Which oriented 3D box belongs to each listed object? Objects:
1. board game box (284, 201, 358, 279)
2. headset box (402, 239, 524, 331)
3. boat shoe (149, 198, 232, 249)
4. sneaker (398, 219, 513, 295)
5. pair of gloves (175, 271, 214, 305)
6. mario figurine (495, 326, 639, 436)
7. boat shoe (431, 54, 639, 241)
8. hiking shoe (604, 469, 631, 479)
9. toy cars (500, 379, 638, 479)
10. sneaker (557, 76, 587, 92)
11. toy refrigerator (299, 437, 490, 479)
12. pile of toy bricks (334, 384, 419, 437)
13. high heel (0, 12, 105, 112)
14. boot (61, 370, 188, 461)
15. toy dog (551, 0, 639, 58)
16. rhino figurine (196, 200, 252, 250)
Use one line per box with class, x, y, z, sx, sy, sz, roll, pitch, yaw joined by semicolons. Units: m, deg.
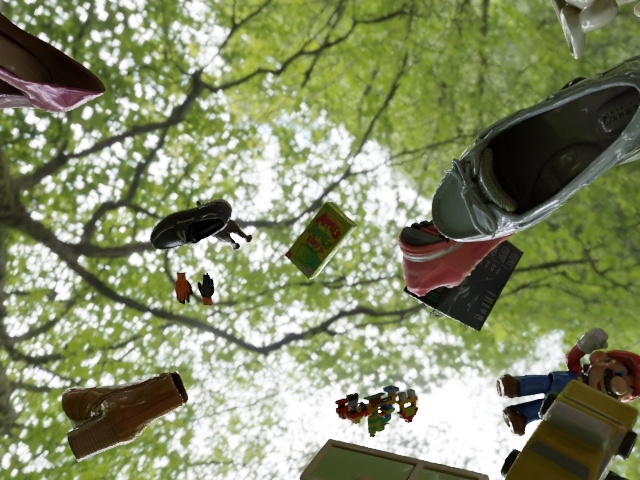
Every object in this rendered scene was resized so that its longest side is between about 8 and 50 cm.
board game box;0.000;0.000;1.723;0.092;0.181;0.043;44;-160;16
headset box;0.395;0.094;1.901;0.246;0.283;0.131;26;-178;-44
boat shoe;-0.288;-0.025;1.498;0.075;0.206;0.065;58;-165;-33
sneaker;0.265;0.017;1.334;0.314;0.136;0.116;-17;-151;-36
pair of gloves;-0.264;0.102;1.444;0.083;0.074;0.010;1;-165;-2
mario figurine;0.545;0.310;1.438;0.321;0.198;0.170;-15;-144;-1
boat shoe;0.211;-0.079;0.684;0.103;0.320;0.118;-16;-98;-37
hiking shoe;0.599;0.532;1.405;0.304;0.113;0.132;40;-176;-28
toy cars;0.372;0.197;0.735;0.394;0.087;0.176;-10;-139;-4
sneaker;0.310;-0.141;0.895;0.063;0.170;0.075;29;-178;15
toy refrigerator;0.110;0.383;1.031;0.102;0.270;0.094;-38;-54;-51
pile of toy bricks;0.135;0.432;1.692;0.212;0.118;0.105;-7;-86;-36
high heel;-0.431;-0.289;0.976;0.182;0.377;0.127;-9;-97;-9
boot;-0.357;0.299;1.267;0.211;0.295;0.104;-24;-78;-19
toy dog;0.695;-0.664;1.502;0.395;0.408;0.284;36;-144;-60
rhino figurine;-0.296;-0.050;1.912;0.243;0.073;0.106;29;174;47
